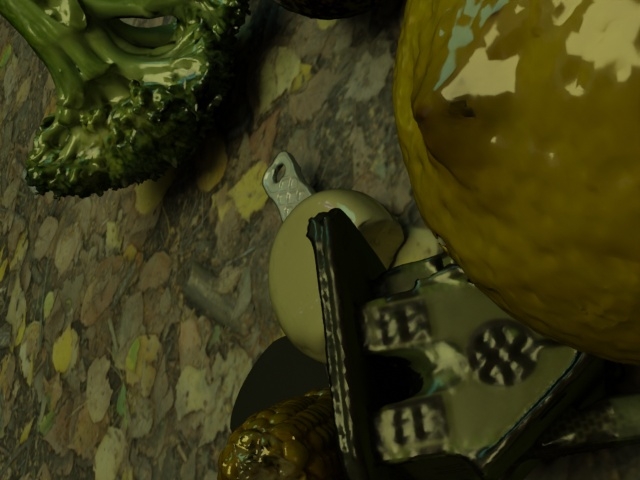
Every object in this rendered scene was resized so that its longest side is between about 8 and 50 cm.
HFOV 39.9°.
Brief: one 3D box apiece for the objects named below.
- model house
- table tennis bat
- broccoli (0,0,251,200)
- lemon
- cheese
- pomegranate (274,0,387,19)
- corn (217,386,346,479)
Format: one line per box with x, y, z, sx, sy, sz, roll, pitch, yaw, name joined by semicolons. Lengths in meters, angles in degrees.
0.158;0.065;0.623;0.278;0.205;0.219;-15;63;14;model house
-0.062;0.212;0.918;0.247;0.022;0.138;-60;41;14;table tennis bat
-0.313;-0.227;1.103;0.275;0.396;0.353;-162;84;-76;broccoli
0.204;-0.088;0.467;0.336;0.336;0.336;-21;62;44;lemon
-0.012;0.014;0.888;0.249;0.070;0.164;33;101;50;cheese
-0.007;-0.335;0.871;0.214;0.247;0.214;-13;70;41;pomegranate
0.002;0.162;0.668;0.101;0.313;0.102;-1;83;9;corn
